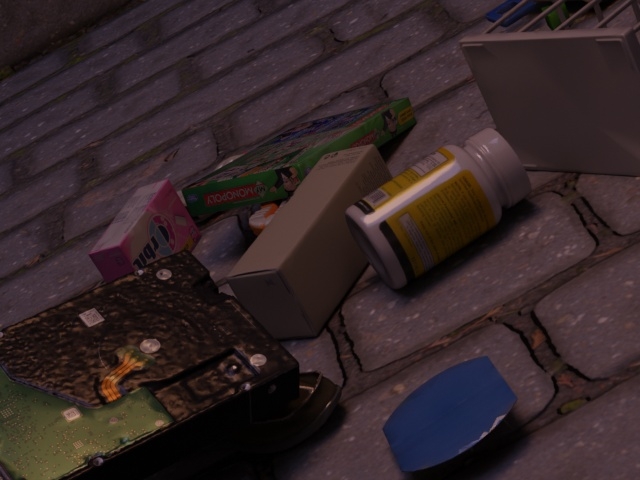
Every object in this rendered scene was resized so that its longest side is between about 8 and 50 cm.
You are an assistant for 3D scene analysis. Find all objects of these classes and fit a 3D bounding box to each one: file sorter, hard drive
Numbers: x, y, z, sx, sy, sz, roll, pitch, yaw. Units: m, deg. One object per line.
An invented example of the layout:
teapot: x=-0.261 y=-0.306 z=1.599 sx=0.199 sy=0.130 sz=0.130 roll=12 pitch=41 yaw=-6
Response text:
file sorter: x=0.350 y=-0.207 z=1.797 sx=0.173 sy=0.193 sz=0.277 roll=-40 pitch=26 yaw=-27
hard drive: x=-0.223 y=0.153 z=1.558 sx=0.339 sy=0.064 sz=0.237 roll=-25 pitch=46 yaw=-28

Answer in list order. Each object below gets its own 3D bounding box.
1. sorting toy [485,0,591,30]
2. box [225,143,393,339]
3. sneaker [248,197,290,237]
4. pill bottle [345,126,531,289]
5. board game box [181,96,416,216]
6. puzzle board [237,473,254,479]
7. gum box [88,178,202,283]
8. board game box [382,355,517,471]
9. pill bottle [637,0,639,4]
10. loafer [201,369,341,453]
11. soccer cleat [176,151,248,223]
sorting toy: x=0.419 y=-0.418 z=2.311 sx=0.347 sy=0.047 sz=0.196 roll=-40 pitch=31 yaw=-22
box: x=0.000 y=0.000 z=1.879 sx=0.094 sy=0.113 sz=0.275 roll=-9 pitch=30 yaw=40
sneaker: x=-0.040 y=-0.022 z=2.008 sx=0.084 sy=0.083 sz=0.215 roll=-15 pitch=13 yaw=22
pill bottle: x=0.145 y=-0.042 z=1.789 sx=0.208 sy=0.119 sz=0.119 roll=-33 pitch=24 yaw=-7
board game box: x=-0.026 y=-0.123 z=2.128 sx=0.213 sy=0.046 sz=0.317 roll=-9 pitch=16 yaw=36
puzzle board: x=-0.089 y=0.294 z=1.525 sx=0.096 sy=0.011 sz=0.128 roll=-37 pitch=24 yaw=-16
gum box: x=-0.253 y=0.002 z=2.156 sx=0.062 sy=0.107 sz=0.188 roll=-14 pitch=28 yaw=30
board game box: x=0.134 y=0.184 z=1.469 sx=0.133 sy=0.033 sz=0.169 roll=-34 pitch=19 yaw=2
pill bottle: x=0.488 y=-0.368 z=2.018 sx=0.108 sy=0.108 sz=0.180 roll=-41 pitch=33 yaw=-23
loafer: x=-0.092 y=0.183 z=1.648 sx=0.251 sy=0.087 sz=0.094 roll=-13 pitch=29 yaw=33
soccer cleat: x=-0.166 y=-0.070 z=2.261 sx=0.196 sy=0.068 sz=0.076 roll=-26 pitch=28 yaw=25
